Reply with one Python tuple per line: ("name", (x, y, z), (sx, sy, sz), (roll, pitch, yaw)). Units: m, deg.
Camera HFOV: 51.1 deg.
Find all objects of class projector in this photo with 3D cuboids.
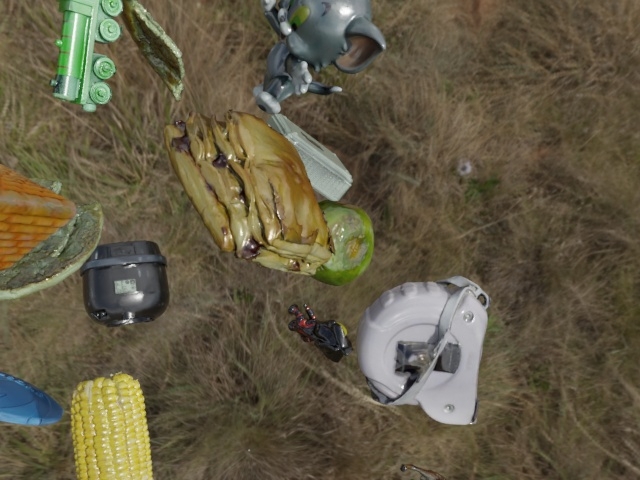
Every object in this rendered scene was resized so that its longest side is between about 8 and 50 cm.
("projector", (-0.041, -0.238, 1.890), (0.256, 0.192, 0.099), (32, 105, -31))

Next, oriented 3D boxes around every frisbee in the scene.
("frisbee", (-0.520, 0.228, 1.052), (0.242, 0.242, 0.045), (19, 82, 0))

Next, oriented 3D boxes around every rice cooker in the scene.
("rice cooker", (-0.557, 0.126, 1.913), (0.267, 0.267, 0.225), (-7, 78, -8))

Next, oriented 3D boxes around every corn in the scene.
("corn", (-0.255, 0.289, 0.836), (0.093, 0.093, 0.244), (-9, 82, -9))

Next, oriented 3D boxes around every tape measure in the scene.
("tape measure", (0.152, 0.162, 1.017), (0.197, 0.120, 0.236), (3, 111, 0))

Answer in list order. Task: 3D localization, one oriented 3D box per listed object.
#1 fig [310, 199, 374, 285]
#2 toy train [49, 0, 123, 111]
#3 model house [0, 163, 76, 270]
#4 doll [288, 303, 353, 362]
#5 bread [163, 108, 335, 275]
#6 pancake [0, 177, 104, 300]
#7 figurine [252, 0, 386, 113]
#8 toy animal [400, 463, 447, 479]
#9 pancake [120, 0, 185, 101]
("fig", (0.000, 0.000, 1.634), (0.206, 0.275, 0.206), (-5, 99, -37))
("toy train", (-0.462, -0.382, 1.307), (0.119, 0.085, 0.251), (5, 96, -46))
("model house", (-0.377, -0.076, 0.641), (0.237, 0.202, 0.237), (-5, 80, 26))
("doll", (0.003, 0.267, 1.950), (0.248, 0.127, 0.088), (22, 60, 42))
("bread", (-0.112, -0.101, 1.229), (0.167, 0.277, 0.324), (-43, 63, 19))
("pancake", (-0.474, -0.004, 1.063), (0.253, 0.037, 0.254), (-1, 52, 1))
("figurine", (-0.015, -0.263, 0.948), (0.140, 0.265, 0.193), (0, 56, -18))
("toy animal", (0.331, 0.633, 1.628), (0.260, 0.243, 0.087), (25, 105, -33))
("pancake", (-0.409, -0.480, 1.641), (0.197, 0.376, 0.054), (32, 72, 34))
